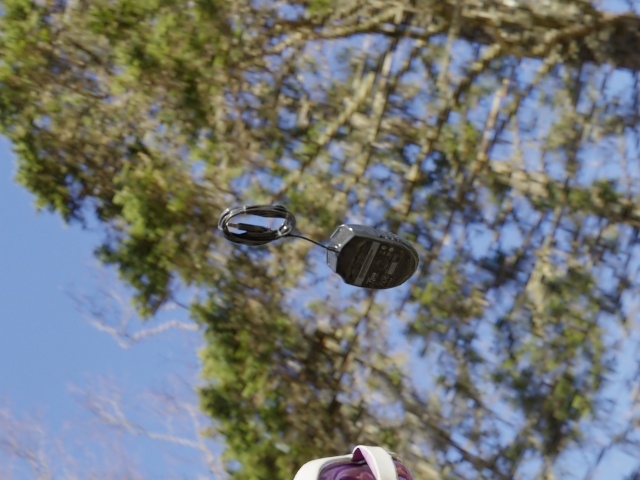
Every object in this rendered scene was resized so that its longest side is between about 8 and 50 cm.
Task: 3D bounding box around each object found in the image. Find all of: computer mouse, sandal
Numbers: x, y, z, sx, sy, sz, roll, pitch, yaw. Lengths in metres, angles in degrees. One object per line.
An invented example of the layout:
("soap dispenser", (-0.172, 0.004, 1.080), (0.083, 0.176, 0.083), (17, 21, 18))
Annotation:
("computer mouse", (0.000, 0.000, 1.542), (0.242, 0.041, 0.071), (16, -62, -20))
("sandal", (0.060, 0.270, 1.323), (0.416, 0.102, 0.169), (-22, -90, -77))
